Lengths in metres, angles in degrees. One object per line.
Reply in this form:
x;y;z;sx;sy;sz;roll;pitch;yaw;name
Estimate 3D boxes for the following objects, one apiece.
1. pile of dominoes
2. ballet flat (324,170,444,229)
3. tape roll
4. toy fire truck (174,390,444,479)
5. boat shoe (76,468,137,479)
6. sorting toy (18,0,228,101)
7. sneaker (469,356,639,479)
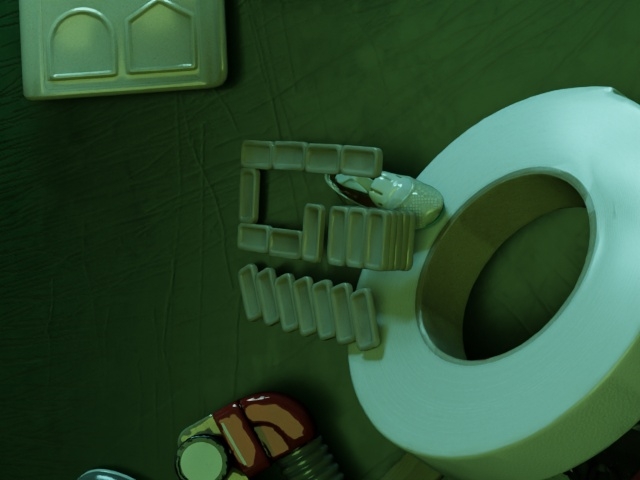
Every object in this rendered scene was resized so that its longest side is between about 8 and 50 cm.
0.000;0.000;1.688;0.251;0.040;0.196;8;96;54;pile of dominoes
0.057;-0.046;1.674;0.052;0.168;0.057;39;77;-31;ballet flat
0.190;0.037;1.557;0.072;0.392;0.392;35;103;-35;tape roll
-0.001;0.239;1.712;0.246;0.158;0.217;-29;86;1;toy fire truck
-0.155;0.380;1.768;0.112;0.095;0.335;-42;84;11;boat shoe
-0.213;-0.306;1.781;0.229;0.041;0.307;-4;86;10;sorting toy
0.323;0.225;1.614;0.482;0.185;0.202;13;98;15;sneaker
